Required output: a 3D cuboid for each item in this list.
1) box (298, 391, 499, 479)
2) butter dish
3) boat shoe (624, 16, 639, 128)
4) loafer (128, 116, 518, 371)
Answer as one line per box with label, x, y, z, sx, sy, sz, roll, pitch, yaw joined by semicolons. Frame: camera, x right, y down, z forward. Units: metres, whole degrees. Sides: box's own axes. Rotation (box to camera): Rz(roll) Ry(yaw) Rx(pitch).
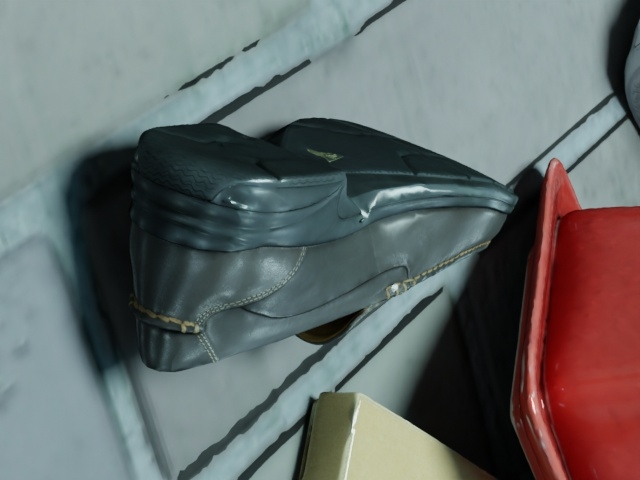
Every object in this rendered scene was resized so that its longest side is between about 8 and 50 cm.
box;0.030;0.170;0.618;0.164;0.021;0.201;36;59;-49
butter dish;0.143;0.058;0.682;0.160;0.118;0.160;-75;146;-55
boat shoe;0.254;-0.024;0.867;0.335;0.121;0.119;50;53;-39
loafer;0.000;0.000;0.564;0.170;0.062;0.061;-3;113;-52
